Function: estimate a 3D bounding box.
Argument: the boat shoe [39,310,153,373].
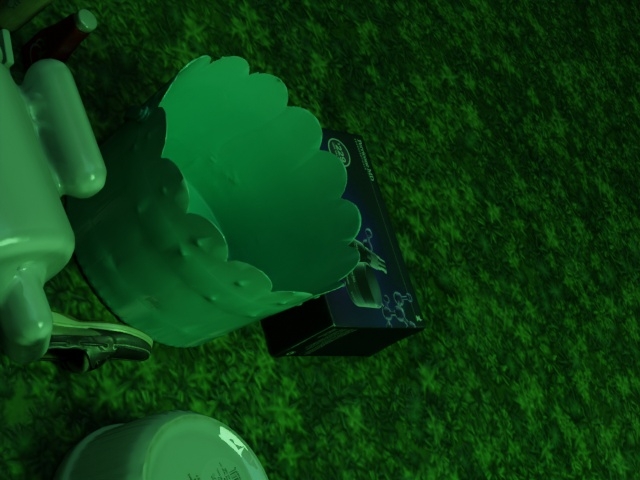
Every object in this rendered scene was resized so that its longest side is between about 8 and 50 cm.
[{"bbox_3d":[-0.226,0.102,1.276,0.152,0.056,0.049,13,60,-36],"label":"boat shoe"}]

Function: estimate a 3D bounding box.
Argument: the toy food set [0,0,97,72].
[{"bbox_3d":[-0.292,-0.201,1.362,0.111,0.104,0.232,14,54,-47],"label":"toy food set"}]

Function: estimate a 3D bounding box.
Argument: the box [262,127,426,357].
[{"bbox_3d":[0.000,0.000,1.601,0.184,0.103,0.261,7,60,-53],"label":"box"}]

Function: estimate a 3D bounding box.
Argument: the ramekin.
[{"bbox_3d":[-0.133,0.251,1.229,0.207,0.109,0.207,32,42,-35],"label":"ramekin"}]

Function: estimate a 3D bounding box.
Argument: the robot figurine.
[{"bbox_3d":[-0.332,-0.056,1.118,0.300,0.200,0.353,-19,80,-21],"label":"robot figurine"}]

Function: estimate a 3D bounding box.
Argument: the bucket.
[{"bbox_3d":[-0.113,-0.033,1.402,0.281,0.183,0.281,33,43,-36],"label":"bucket"}]
